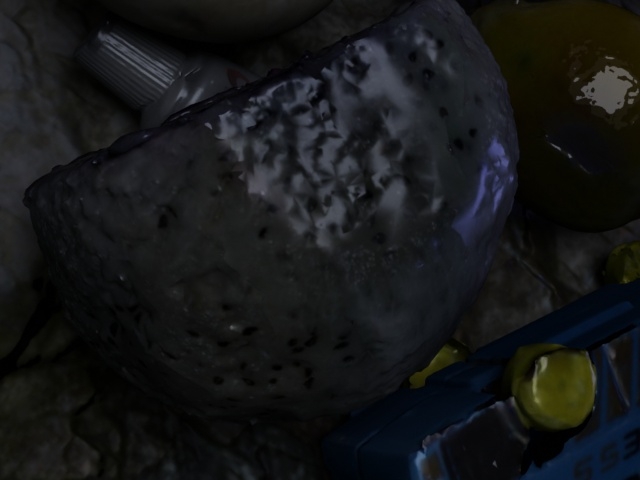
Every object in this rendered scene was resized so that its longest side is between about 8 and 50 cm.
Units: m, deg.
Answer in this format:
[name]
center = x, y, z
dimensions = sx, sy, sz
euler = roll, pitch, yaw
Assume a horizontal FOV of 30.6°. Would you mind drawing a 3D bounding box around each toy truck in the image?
[toy truck]
center = 0.198, 0.105, 0.770
dimensions = 0.385, 0.161, 0.162
euler = -24, 95, -24

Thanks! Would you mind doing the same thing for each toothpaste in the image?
[toothpaste]
center = -0.038, -0.053, 0.781
dimensions = 0.282, 0.068, 0.099
euler = 35, 94, -14

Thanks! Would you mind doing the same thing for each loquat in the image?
[loquat]
center = 0.177, -0.092, 0.814
dimensions = 0.195, 0.152, 0.152
euler = 43, 66, 0

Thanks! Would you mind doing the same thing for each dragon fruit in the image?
[dragon fruit]
center = 0.000, 0.000, 0.657
dimensions = 0.283, 0.221, 0.204
euler = -28, 99, -15

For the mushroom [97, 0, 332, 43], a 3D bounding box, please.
[mushroom]
center = -0.065, -0.253, 0.722
dimensions = 0.243, 0.243, 0.243
euler = 5, 73, -18
